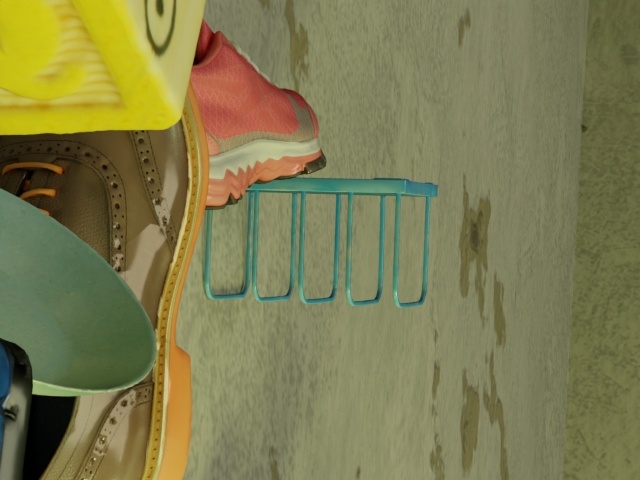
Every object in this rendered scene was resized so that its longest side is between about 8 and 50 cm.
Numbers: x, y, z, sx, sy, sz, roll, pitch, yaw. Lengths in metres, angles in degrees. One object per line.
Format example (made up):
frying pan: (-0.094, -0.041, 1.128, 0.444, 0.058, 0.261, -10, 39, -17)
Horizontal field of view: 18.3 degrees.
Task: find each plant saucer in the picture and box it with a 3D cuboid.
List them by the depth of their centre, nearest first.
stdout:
plant saucer: (-0.180, 0.029, 1.065, 0.037, 0.195, 0.195, -56, 174, 19)

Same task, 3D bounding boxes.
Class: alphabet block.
alphabet block: (-0.167, -0.185, 1.020, 0.192, 0.193, 0.197, 65, 29, -52)

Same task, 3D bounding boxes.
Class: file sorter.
file sorter: (0.000, 0.000, 1.638, 0.118, 0.170, 0.104, -1, 92, -74)

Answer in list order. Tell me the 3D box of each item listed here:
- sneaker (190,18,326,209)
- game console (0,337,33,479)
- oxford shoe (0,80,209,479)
sneaker: (-0.074, -0.106, 1.485, 0.314, 0.116, 0.136, -34, 120, -71)
game console: (-0.188, 0.217, 0.982, 0.173, 0.250, 0.293, 22, 65, -44)
oxford shoe: (-0.151, -0.007, 1.198, 0.133, 0.130, 0.363, 9, 74, -60)
